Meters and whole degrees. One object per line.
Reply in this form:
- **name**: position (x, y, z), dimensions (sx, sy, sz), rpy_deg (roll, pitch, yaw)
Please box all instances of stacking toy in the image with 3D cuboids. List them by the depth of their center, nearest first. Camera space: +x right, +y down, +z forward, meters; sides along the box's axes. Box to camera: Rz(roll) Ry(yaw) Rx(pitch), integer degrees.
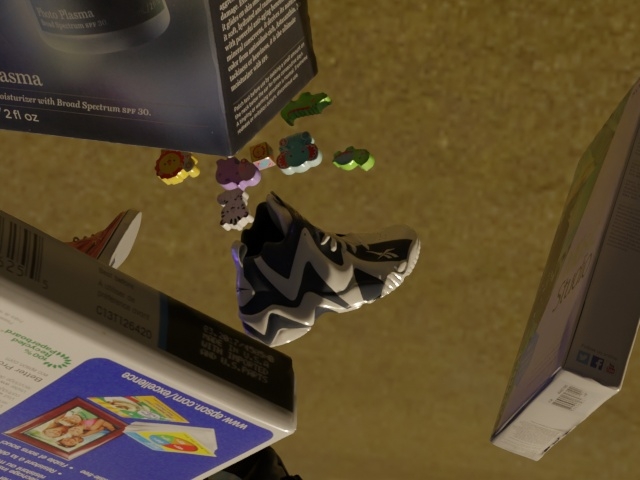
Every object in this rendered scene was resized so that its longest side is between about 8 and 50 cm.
- **stacking toy**: position (-0.061, -0.090, 1.716), dimensions (0.221, 0.052, 0.167), rpy_deg (-19, 153, 16)

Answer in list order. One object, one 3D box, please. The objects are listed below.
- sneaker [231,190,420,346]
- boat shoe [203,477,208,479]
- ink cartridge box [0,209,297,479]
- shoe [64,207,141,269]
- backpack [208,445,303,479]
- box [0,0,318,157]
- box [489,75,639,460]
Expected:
- **sneaker**: position (0.000, 0.000, 1.615), dimensions (0.235, 0.153, 0.094), rpy_deg (-25, -154, -17)
- **boat shoe**: position (-0.125, 0.255, 1.428), dimensions (0.258, 0.089, 0.109), rpy_deg (11, -153, -21)
- **ink cartridge box**: position (-0.227, 0.102, 0.907), dimensions (0.307, 0.072, 0.304), rpy_deg (-30, 136, 35)
- **shoe**: position (-0.309, 0.011, 1.949), dimensions (0.081, 0.178, 0.063), rpy_deg (20, 139, 8)
- **backpack**: position (-0.160, 0.459, 1.773), dimensions (0.273, 0.355, 0.290), rpy_deg (-5, 130, 25)
- **box**: position (-0.182, -0.246, 1.190), dimensions (0.296, 0.183, 0.294), rpy_deg (7, 123, 24)
- **box**: position (0.248, 0.018, 1.308), dimensions (0.058, 0.322, 0.232), rpy_deg (23, 155, 1)
